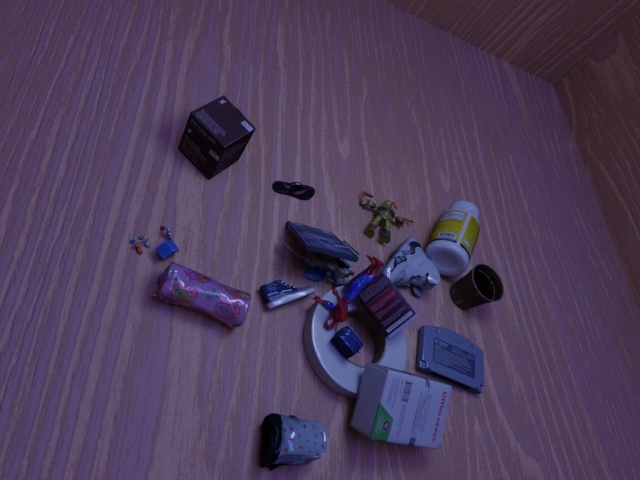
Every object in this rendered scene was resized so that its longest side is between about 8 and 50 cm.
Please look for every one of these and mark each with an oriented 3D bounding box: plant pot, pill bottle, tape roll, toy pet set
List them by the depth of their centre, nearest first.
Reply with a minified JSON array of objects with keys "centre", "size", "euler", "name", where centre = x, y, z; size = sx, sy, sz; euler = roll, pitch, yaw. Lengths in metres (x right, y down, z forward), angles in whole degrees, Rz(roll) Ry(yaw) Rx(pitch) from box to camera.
[{"centre":[-0.504,0.006,1.433],"size":[0.122,0.065,0.114],"euler":[-33,83,-38],"name":"toy pet set"},{"centre":[0.125,0.345,1.604],"size":[0.391,0.072,0.393],"euler":[14,57,-22],"name":"tape roll"},{"centre":[0.643,0.204,1.927],"size":[0.166,0.165,0.167],"euler":[14,58,-23],"name":"plant pot"},{"centre":[0.586,-0.020,2.007],"size":[0.187,0.188,0.334],"euler":[39,51,-5],"name":"pill bottle"}]

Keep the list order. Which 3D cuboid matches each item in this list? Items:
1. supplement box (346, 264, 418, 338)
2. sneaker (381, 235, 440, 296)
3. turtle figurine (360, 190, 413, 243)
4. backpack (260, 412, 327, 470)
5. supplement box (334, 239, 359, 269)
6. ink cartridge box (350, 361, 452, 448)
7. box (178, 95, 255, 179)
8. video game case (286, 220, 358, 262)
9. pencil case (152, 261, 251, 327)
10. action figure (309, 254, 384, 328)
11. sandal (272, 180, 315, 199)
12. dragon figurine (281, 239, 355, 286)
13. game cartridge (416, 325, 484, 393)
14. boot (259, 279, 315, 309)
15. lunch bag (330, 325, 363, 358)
[{"centre":[0.212,0.207,1.606],"size":[0.130,0.073,0.240],"euler":[-36,84,-3],"name":"supplement box"},{"centre":[0.344,0.138,1.791],"size":[0.210,0.137,0.366],"euler":[47,41,3],"name":"sneaker"},{"centre":[0.278,-0.094,1.934],"size":[0.269,0.087,0.218],"euler":[30,52,-12],"name":"turtle figurine"},{"centre":[-0.074,0.580,1.325],"size":[0.181,0.115,0.152],"euler":[20,53,-23],"name":"backpack"},{"centre":[0.088,0.062,1.753],"size":[0.083,0.056,0.083],"euler":[42,51,-3],"name":"supplement box"},{"centre":[0.263,0.532,1.480],"size":[0.289,0.121,0.211],"euler":[22,79,-29],"name":"ink cartridge box"},{"centre":[-0.370,-0.363,1.635],"size":[0.168,0.203,0.167],"euler":[45,51,1],"name":"box"},{"centre":[0.000,0.000,1.641],"size":[0.195,0.026,0.274],"euler":[15,14,-22],"name":"video game case"},{"centre":[-0.353,0.168,1.399],"size":[0.283,0.124,0.124],"euler":[25,54,-16],"name":"pencil case"},{"centre":[0.075,0.157,1.529],"size":[0.139,0.091,0.281],"euler":[33,84,-12],"name":"action figure"},{"centre":[-0.098,-0.202,1.806],"size":[0.179,0.040,0.067],"euler":[7,60,-27],"name":"sandal"},{"centre":[-0.013,0.091,1.659],"size":[0.288,0.144,0.085],"euler":[14,57,0],"name":"dragon figurine"},{"centre":[0.502,0.449,1.778],"size":[0.297,0.062,0.198],"euler":[26,49,-16],"name":"game cartridge"},{"centre":[-0.110,0.167,1.568],"size":[0.189,0.069,0.086],"euler":[-15,75,-34],"name":"boot"},{"centre":[0.092,0.332,1.503],"size":[0.098,0.067,0.065],"euler":[50,51,2],"name":"lunch bag"}]
